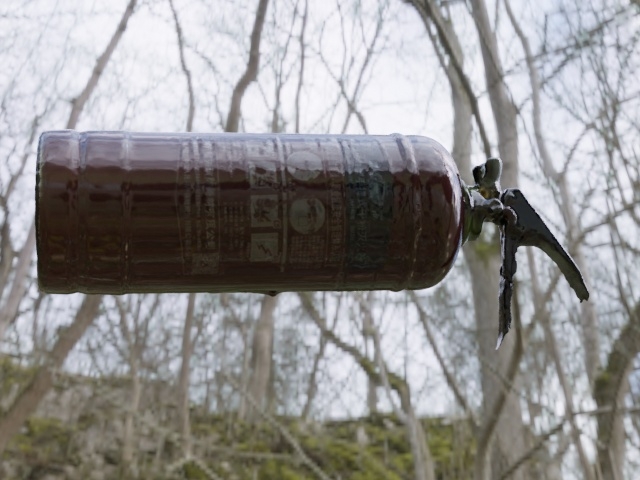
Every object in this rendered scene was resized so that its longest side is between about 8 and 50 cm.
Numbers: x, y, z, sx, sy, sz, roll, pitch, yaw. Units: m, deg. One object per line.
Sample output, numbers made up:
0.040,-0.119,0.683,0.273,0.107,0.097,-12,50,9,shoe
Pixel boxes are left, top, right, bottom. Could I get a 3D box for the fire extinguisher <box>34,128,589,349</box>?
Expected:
0.000,0.000,0.788,0.344,0.138,0.102,1,-13,-9,fire extinguisher
